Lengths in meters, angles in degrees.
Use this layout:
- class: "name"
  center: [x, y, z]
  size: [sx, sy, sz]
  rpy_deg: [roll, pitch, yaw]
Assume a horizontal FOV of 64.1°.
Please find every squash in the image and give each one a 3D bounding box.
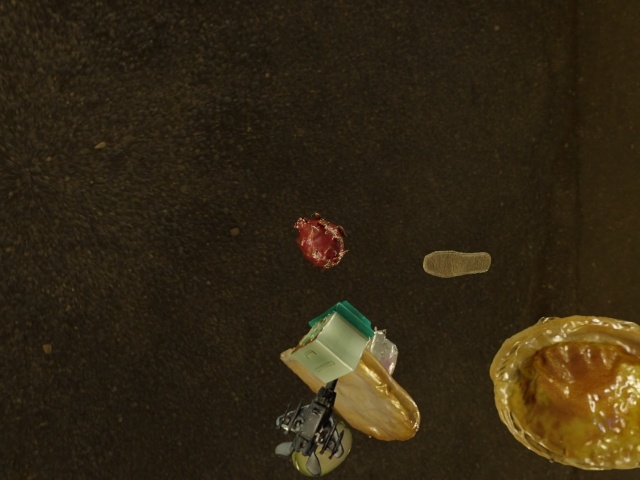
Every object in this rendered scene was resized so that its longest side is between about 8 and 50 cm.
- class: "squash"
  center: [0.002, 0.699, 1.732]
  size: [0.219, 0.041, 0.219]
  rpy_deg: [-9, 110, -24]

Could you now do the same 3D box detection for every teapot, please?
- class: "teapot"
  center: [0.193, 0.425, 1.771]
  size: [0.163, 0.221, 0.178]
  rpy_deg: [30, 49, -13]

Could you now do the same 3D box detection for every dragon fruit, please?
- class: "dragon fruit"
  center: [0.000, 0.000, 1.429]
  size: [0.166, 0.133, 0.136]
  rpy_deg: [43, 99, 11]

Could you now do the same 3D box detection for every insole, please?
- class: "insole"
  center: [0.410, 0.069, 1.521]
  size: [0.247, 0.011, 0.081]
  rpy_deg: [-1, 100, -24]

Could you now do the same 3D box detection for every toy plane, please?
- class: "toy plane"
  center: [-0.003, 0.386, 1.146]
  size: [0.247, 0.169, 0.078]
  rpy_deg: [-67, 163, -2]

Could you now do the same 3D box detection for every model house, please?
- class: "model house"
  center: [0.033, 0.188, 1.018]
  size: [0.100, 0.127, 0.149]
  rpy_deg: [42, 51, -5]

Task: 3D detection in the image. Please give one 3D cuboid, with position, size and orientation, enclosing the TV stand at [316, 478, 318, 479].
- class: "TV stand"
  center: [-0.133, 0.913, 1.860]
  size: [0.256, 0.040, 0.049]
  rpy_deg: [-8, 93, -1]

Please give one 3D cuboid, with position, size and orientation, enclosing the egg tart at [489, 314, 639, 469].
- class: "egg tart"
  center: [0.556, 0.303, 1.071]
  size: [0.169, 0.387, 0.388]
  rpy_deg: [-49, 124, -57]

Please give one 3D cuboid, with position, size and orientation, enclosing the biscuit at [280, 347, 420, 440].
- class: "biscuit"
  center: [0.119, 0.470, 1.621]
  size: [0.446, 0.429, 0.104]
  rpy_deg: [44, 55, -6]
